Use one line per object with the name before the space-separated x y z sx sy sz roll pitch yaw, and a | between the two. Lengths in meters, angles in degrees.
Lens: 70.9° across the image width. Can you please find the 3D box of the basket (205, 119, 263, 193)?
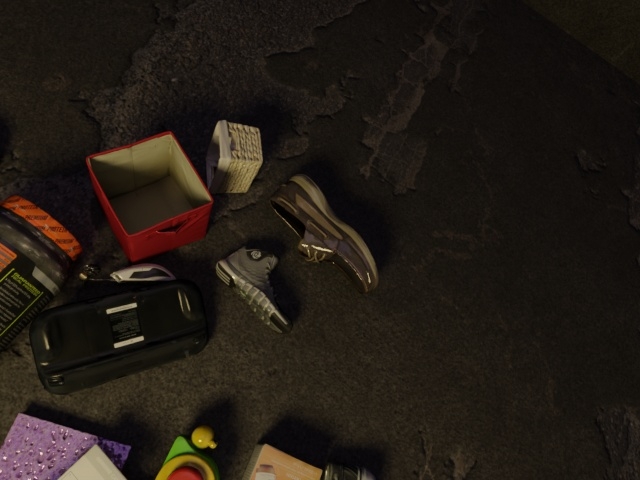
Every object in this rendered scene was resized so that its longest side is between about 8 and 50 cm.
basket | -0.211 -0.195 1.089 0.103 0.167 0.113 1 67 -24

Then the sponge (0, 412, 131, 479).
sponge | -0.467 0.401 0.810 0.210 0.031 0.117 22 62 -10

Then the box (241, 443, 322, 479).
box | -0.093 0.502 0.864 0.130 0.091 0.170 27 61 -7

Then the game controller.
game controller | -0.384 0.184 0.891 0.319 0.067 0.166 -12 90 -28

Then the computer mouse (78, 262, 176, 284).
computer mouse | -0.404 0.069 0.951 0.193 0.106 0.042 4 73 -27

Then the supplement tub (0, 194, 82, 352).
supplement tub | -0.612 0.091 0.795 0.207 0.207 0.338 35 60 -2

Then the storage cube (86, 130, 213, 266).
storage cube | -0.363 -0.081 0.968 0.183 0.193 0.215 -28 79 -27

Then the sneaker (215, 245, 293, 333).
sneaker | -0.120 0.097 1.038 0.229 0.086 0.132 44 58 4

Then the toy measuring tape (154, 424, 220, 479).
toy measuring tape | -0.266 0.500 0.799 0.121 0.121 0.330 27 70 -6

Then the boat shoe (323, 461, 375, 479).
boat shoe | 0.014 0.602 0.858 0.119 0.121 0.335 19 51 -2

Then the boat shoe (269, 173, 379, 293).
boat shoe | 0.000 0.000 1.112 0.130 0.132 0.355 -33 72 -18

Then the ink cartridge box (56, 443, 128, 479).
ink cartridge box | -0.376 0.521 0.722 0.275 0.060 0.239 42 61 11
